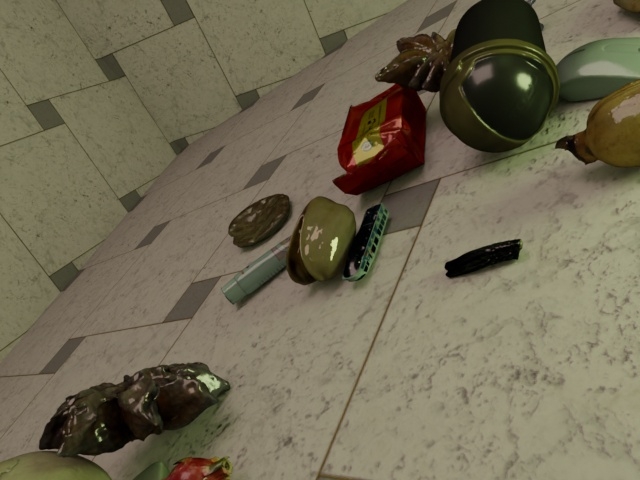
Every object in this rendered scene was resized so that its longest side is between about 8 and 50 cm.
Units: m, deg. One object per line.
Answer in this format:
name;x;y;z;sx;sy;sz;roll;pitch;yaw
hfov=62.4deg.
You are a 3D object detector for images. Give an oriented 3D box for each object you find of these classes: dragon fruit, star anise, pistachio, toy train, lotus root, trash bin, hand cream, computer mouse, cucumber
dragon fruit;-0.180;0.359;0.779;0.116;0.081;0.086;-29;16;24
star anise;-0.321;0.287;0.931;0.331;0.118;0.332;-10;-3;-1
pistachio;0.000;0.000;1.081;0.129;0.131;0.206;-27;30;44
toy train;0.090;0.007;1.039;0.043;0.047;0.208;-20;31;38
lotus root;0.450;-0.165;0.750;0.220;0.118;0.125;-27;-5;31
trash bin;0.341;-0.312;1.013;0.214;0.214;0.334;-19;38;37
hand cream;-0.085;0.034;1.242;0.331;0.058;0.085;-35;8;-3
computer mouse;0.527;-0.320;0.959;0.230;0.079;0.128;1;48;51
cucumber;0.245;0.026;0.805;0.134;0.034;0.033;-20;35;37
star anise;0.307;-0.423;1.282;0.349;0.109;0.293;-5;58;13

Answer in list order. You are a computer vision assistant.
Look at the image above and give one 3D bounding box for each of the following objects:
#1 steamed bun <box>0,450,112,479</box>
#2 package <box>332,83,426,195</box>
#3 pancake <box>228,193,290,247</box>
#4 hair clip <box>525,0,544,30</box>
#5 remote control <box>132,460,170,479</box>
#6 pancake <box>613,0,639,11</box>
steamed bun;-0.489;0.476;0.826;0.312;0.233;0.333;-47;27;-14
package;0.152;-0.260;1.313;0.195;0.123;0.424;-26;28;27
pancake;-0.173;-0.059;1.527;0.222;0.042;0.236;-44;28;-22
hair clip;0.463;-0.505;1.362;0.278;0.090;0.137;-44;37;7
remote control;-0.265;0.461;0.772;0.090;0.038;0.310;-37;25;6
pancake;0.780;-0.562;1.020;0.382;0.071;0.382;-32;25;17
